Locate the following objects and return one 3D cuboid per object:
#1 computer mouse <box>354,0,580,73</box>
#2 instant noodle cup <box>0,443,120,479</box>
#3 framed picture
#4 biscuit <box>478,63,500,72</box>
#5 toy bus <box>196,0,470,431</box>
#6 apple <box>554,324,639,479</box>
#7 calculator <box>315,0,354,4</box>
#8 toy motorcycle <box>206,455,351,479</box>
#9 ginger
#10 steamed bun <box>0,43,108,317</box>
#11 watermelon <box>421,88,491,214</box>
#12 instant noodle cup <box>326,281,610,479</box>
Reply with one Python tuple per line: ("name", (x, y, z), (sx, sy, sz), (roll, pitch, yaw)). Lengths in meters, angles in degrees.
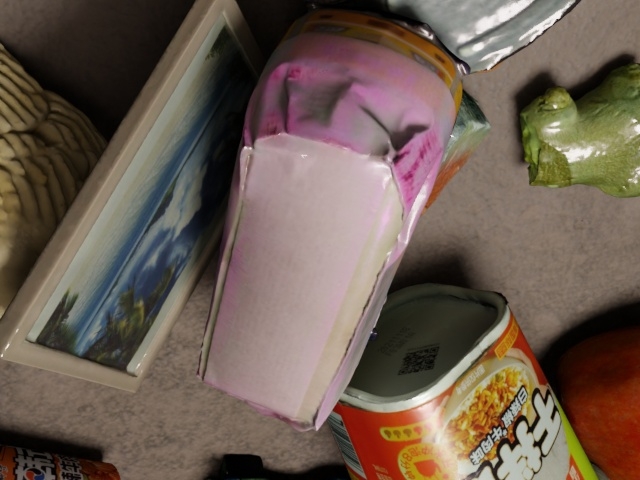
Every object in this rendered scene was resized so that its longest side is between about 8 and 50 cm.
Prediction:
("computer mouse", (0.168, -0.291, 0.609), (0.203, 0.114, 0.374), (27, 125, -25))
("instant noodle cup", (-0.354, 0.360, 0.958), (0.192, 0.250, 0.250), (12, 122, -26))
("framed picture", (-0.128, -0.027, 0.677), (0.024, 0.232, 0.314), (25, 80, 17))
("biscuit", (0.169, -0.306, 0.693), (0.202, 0.047, 0.333), (9, 121, -14))
("toy bus", (0.000, 0.000, 0.699), (0.171, 0.162, 0.386), (18, 134, 1))
("apple", (0.407, 0.209, 0.992), (0.234, 0.234, 0.233), (-4, 125, -6))
("calculator", (0.008, -0.286, 0.687), (0.100, 0.032, 0.175), (-15, 125, 1))
("toy motorcycle", (0.005, 0.376, 1.100), (0.331, 0.125, 0.196), (12, 120, -21))
("ginger", (0.343, -0.109, 0.837), (0.290, 0.089, 0.137), (7, 97, -7))
("steamed bun", (-0.338, -0.041, 0.675), (0.289, 0.275, 0.203), (11, 138, -45))
("watermelon", (0.042, -0.064, 0.811), (0.193, 0.139, 0.256), (27, 124, -16))
("instant noodle cup", (0.150, 0.229, 0.909), (0.294, 0.294, 0.307), (-23, 112, 7))
